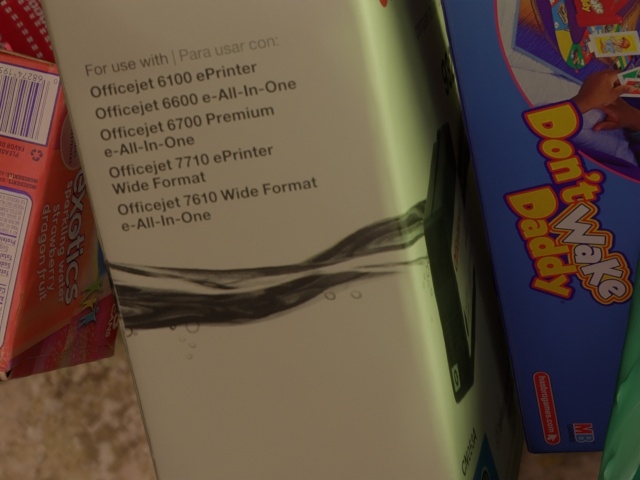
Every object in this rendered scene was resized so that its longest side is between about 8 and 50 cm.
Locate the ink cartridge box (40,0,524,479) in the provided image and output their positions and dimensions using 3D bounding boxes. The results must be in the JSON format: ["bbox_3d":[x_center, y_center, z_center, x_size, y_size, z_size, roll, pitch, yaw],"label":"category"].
[{"bbox_3d":[0.000,0.000,0.748,0.129,0.223,0.307,-7,107,14],"label":"ink cartridge box"}]

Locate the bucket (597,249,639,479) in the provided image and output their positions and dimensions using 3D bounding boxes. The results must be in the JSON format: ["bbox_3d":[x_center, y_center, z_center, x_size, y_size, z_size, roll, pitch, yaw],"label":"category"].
[{"bbox_3d":[0.237,0.078,0.636,0.281,0.183,0.281,7,130,9],"label":"bucket"}]

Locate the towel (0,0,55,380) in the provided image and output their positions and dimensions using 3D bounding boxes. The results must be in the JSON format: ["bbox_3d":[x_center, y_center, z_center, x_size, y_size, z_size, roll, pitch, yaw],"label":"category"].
[{"bbox_3d":[-0.160,-0.041,0.936,0.275,0.031,0.198,-28,83,13],"label":"towel"}]

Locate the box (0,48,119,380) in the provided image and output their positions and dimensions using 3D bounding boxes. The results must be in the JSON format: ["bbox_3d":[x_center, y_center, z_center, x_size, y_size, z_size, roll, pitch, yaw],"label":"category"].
[{"bbox_3d":[-0.249,-0.040,0.870,0.300,0.142,0.154,13,93,15],"label":"box"}]

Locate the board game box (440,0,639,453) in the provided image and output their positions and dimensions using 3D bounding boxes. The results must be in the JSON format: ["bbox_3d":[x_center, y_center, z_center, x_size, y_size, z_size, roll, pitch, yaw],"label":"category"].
[{"bbox_3d":[0.182,-0.057,0.712,0.233,0.078,0.347,-3,129,15],"label":"board game box"}]
